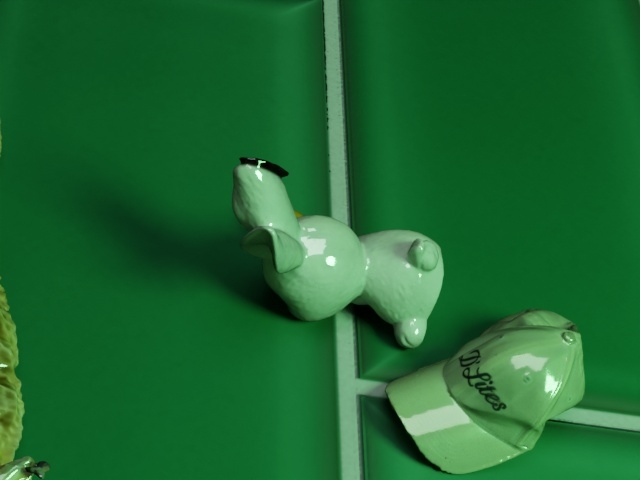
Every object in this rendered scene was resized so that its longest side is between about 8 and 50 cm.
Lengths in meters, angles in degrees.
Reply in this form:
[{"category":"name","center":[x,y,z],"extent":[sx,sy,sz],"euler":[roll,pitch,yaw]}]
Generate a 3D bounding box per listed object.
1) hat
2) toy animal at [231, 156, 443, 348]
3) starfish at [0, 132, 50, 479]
[{"category":"hat","center":[0.126,0.097,1.237],"extent":[0.166,0.081,0.122],"euler":[-14,47,-17]},{"category":"toy animal","center":[0.000,0.000,1.263],"extent":[0.182,0.127,0.131],"euler":[12,47,-22]},{"category":"starfish","center":[-0.351,-0.001,1.184],"extent":[0.324,0.082,0.432],"euler":[8,45,-15]}]
